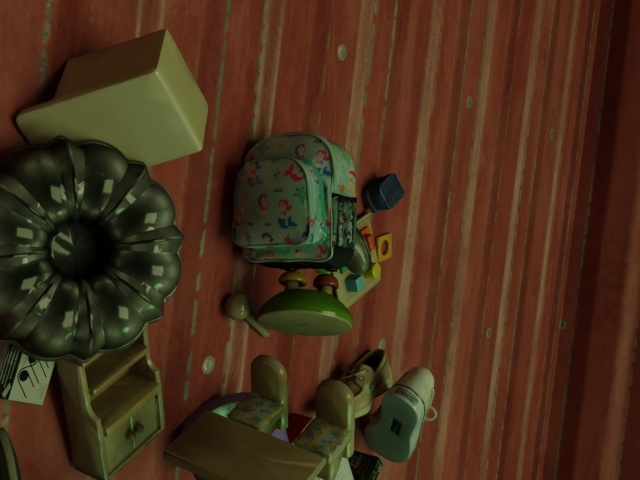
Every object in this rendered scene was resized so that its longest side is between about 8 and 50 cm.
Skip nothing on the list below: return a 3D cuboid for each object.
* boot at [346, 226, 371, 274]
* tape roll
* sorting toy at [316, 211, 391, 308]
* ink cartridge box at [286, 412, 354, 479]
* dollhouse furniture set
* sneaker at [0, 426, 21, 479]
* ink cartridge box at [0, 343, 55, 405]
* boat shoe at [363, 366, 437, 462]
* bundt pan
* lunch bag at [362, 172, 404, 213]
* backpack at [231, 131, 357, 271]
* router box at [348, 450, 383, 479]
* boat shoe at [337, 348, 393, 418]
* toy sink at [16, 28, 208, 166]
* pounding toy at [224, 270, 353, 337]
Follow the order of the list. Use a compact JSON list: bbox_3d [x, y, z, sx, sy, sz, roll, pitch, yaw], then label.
[{"bbox_3d":[0.000,0.000,1.945,0.161,0.083,0.246,-44,112,-39],"label":"boot"},{"bbox_3d":[-0.156,0.368,1.703,0.189,0.189,0.080,-39,127,-46],"label":"tape roll"},{"bbox_3d":[0.090,0.052,2.131,0.347,0.047,0.196,-36,125,-48],"label":"sorting toy"},{"bbox_3d":[-0.077,0.514,1.903,0.309,0.130,0.272,-43,129,-44],"label":"ink cartridge box"},{"bbox_3d":[-0.191,0.277,1.407,0.362,0.394,0.256,-41,139,-48],"label":"dollhouse furniture set"},{"bbox_3d":[-0.487,0.385,1.315,0.118,0.083,0.222,-7,77,-16],"label":"sneaker"},{"bbox_3d":[-0.434,0.135,1.371,0.097,0.046,0.207,29,72,-56],"label":"ink cartridge box"},{"bbox_3d":[0.204,0.399,2.197,0.156,0.136,0.367,-47,160,-30],"label":"boat shoe"},{"bbox_3d":[-0.337,0.011,1.273,0.331,0.124,0.331,1,88,-22],"label":"bundt pan"},{"bbox_3d":[0.147,-0.113,2.168,0.098,0.065,0.067,-43,111,-45],"label":"lunch bag"},{"bbox_3d":[-0.050,-0.079,1.742,0.191,0.225,0.253,22,71,-58],"label":"backpack"},{"bbox_3d":[0.081,0.562,2.180,0.122,0.092,0.038,-58,140,-31],"label":"router box"},{"bbox_3d":[0.081,0.332,2.128,0.302,0.109,0.098,-23,110,-58],"label":"boat shoe"},{"bbox_3d":[-0.309,-0.198,1.389,0.131,0.234,0.153,-91,160,-47],"label":"toy sink"},{"bbox_3d":[-0.049,0.113,1.786,0.183,0.237,0.110,37,53,-56],"label":"pounding toy"}]
